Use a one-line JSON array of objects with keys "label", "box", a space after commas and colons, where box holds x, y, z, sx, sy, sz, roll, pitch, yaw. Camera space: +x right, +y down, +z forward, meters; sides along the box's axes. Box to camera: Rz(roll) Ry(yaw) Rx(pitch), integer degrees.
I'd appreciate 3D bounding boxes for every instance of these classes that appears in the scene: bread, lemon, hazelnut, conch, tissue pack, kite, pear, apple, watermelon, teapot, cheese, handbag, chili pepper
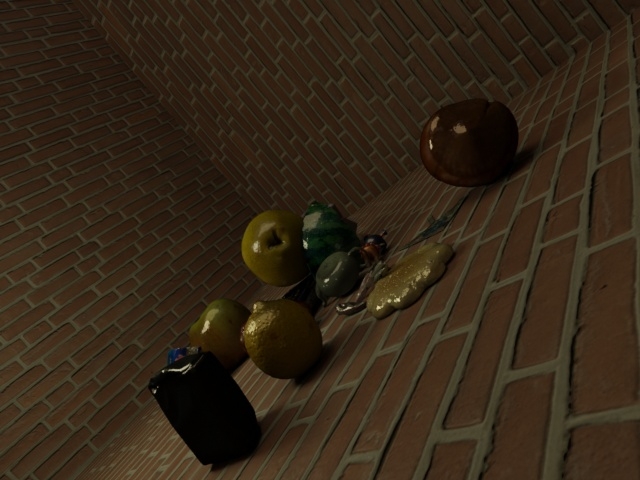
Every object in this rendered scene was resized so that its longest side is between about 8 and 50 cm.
[{"label": "bread", "box": [0.253, 0.111, 1.352, 0.316, 0.054, 0.316, -40, 7, 6]}, {"label": "lemon", "box": [-0.116, 0.292, 1.374, 0.228, 0.253, 0.228, -32, 19, 12]}, {"label": "hazelnut", "box": [0.536, -0.342, 1.663, 0.372, 0.372, 0.315, 152, 123, -66]}, {"label": "conch", "box": [0.176, 0.039, 2.234, 0.255, 0.127, 0.158, -19, -39, -35]}, {"label": "tissue pack", "box": [-0.605, 0.614, 2.020, 0.137, 0.269, 0.209, 5, -18, -29]}, {"label": "tissue pack", "box": [-0.117, 0.296, 2.014, 0.245, 0.123, 0.332, -35, 7, 27]}, {"label": "kite", "box": [0.428, -0.063, 1.737, 0.335, 0.011, 0.314, -39, 6, 10]}, {"label": "pear", "box": [-0.187, 0.036, 2.121, 0.362, 0.362, 0.418, -41, -1, -5]}, {"label": "apple", "box": [-0.479, 0.459, 2.230, 0.338, 0.305, 0.338, -41, 7, 6]}, {"label": "watermelon", "box": [0.071, 0.005, 1.991, 0.222, 0.292, 0.319, -10, 39, 33]}, {"label": "teapot", "box": [0.075, 0.140, 1.826, 0.294, 0.129, 0.193, -44, 25, 13]}, {"label": "cheese", "box": [0.208, 0.124, 1.616, 0.086, 0.036, 0.162, -38, 6, 9]}, {"label": "handbag", "box": [-0.293, 0.437, 1.253, 0.275, 0.301, 0.178, -34, 2, 35]}, {"label": "chili pepper", "box": [0.101, 0.226, 1.529, 0.153, 0.041, 0.050, -14, 43, 41]}]

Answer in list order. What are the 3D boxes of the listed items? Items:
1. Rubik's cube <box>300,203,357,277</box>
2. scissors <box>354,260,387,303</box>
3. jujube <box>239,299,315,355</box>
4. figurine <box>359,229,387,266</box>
[{"label": "Rubik's cube", "box": [0.000, 0.000, 2.445, 0.368, 0.358, 0.387, -48, 20, -27]}, {"label": "scissors", "box": [0.168, 0.127, 1.501, 0.242, 0.031, 0.118, 115, -179, -58]}, {"label": "jujube", "box": [-0.164, 0.332, 1.724, 0.290, 0.197, 0.197, -25, 1, -16]}, {"label": "figurine", "box": [0.228, 0.029, 1.905, 0.112, 0.102, 0.195, -15, 11, 19]}]
